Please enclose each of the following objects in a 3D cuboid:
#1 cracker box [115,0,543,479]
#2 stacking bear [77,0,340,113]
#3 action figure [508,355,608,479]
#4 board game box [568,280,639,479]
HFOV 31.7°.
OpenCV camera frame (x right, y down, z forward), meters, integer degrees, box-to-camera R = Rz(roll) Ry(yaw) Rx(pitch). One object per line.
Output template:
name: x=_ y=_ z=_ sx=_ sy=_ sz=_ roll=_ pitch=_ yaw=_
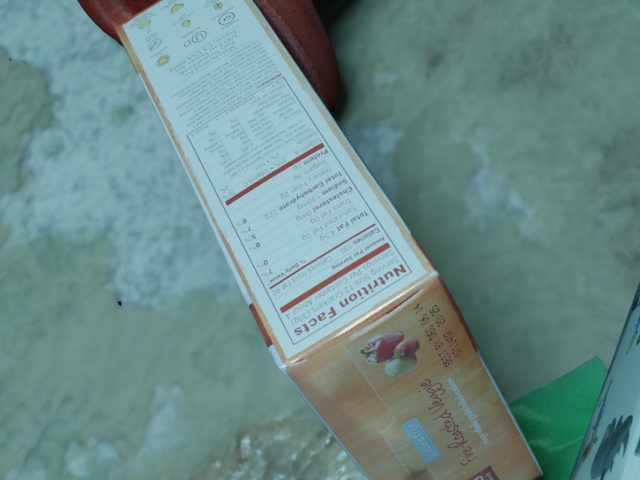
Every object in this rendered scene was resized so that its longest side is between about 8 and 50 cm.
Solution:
cracker box: x=0.000 y=0.000 z=0.500 sx=0.067 sy=0.156 sz=0.232 roll=-31 pitch=47 yaw=1
stacking bear: x=-0.008 y=-0.243 z=0.639 sx=0.175 sy=0.164 sz=0.289 roll=25 pitch=72 yaw=21
action figure: x=0.130 y=0.179 z=0.481 sx=0.137 sy=0.063 sz=0.232 roll=-32 pitch=61 yaw=-2
board game box: x=0.186 y=0.160 z=0.398 sx=0.224 sy=0.097 sz=0.303 roll=25 pitch=65 yaw=4
